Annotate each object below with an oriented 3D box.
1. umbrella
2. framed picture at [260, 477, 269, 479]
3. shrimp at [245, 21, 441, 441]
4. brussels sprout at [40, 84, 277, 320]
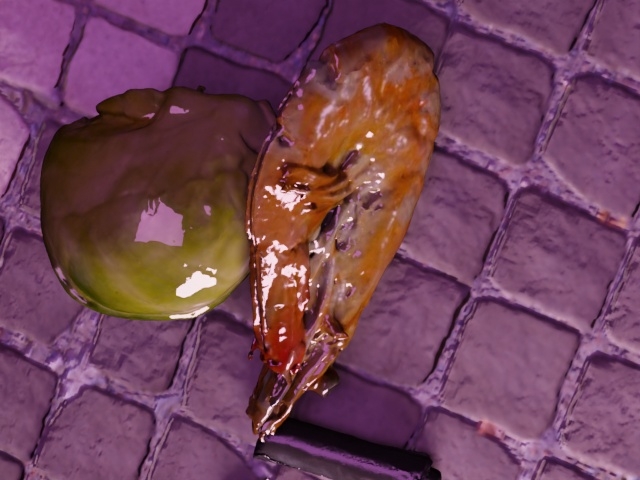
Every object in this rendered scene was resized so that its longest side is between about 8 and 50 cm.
[{"bbox_3d":[0.018,0.151,1.047,0.133,0.031,0.036,15,122,11],"label":"umbrella"},{"bbox_3d":[-0.062,0.301,1.080,0.199,0.010,0.195,-36,85,11],"label":"framed picture"},{"bbox_3d":[-0.001,0.000,0.994,0.062,0.154,0.294,25,106,39],"label":"shrimp"},{"bbox_3d":[-0.100,-0.019,1.019,0.183,0.131,0.145,-10,68,13],"label":"brussels sprout"}]
